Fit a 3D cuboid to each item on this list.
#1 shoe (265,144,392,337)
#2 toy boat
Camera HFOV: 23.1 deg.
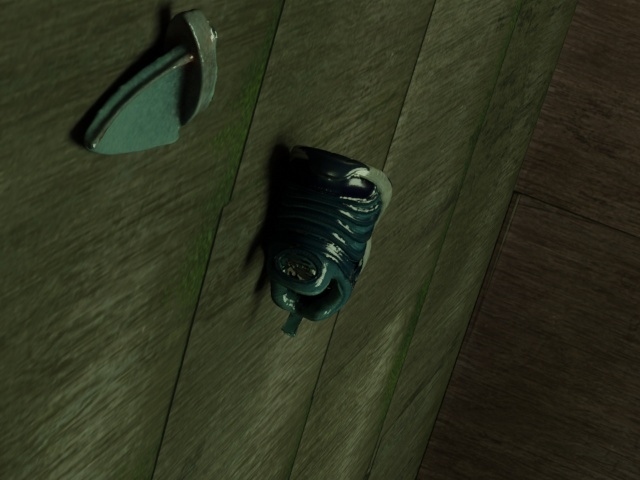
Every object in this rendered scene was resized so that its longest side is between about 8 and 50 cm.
[{"bbox_3d":[0.000,0.000,1.323,0.207,0.091,0.106,99,13,-54],"label":"shoe"},{"bbox_3d":[-0.110,-0.077,0.934,0.122,0.034,0.096,-45,155,-39],"label":"toy boat"}]
